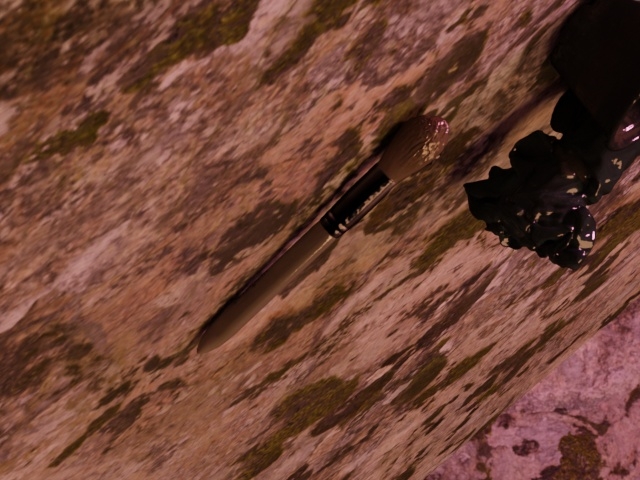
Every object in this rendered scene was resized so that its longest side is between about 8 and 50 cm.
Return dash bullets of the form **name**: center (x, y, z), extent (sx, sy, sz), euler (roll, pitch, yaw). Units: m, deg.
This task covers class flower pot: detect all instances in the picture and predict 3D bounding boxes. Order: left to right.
- **flower pot**: center (0.284, -0.171, 1.477), extent (0.157, 0.107, 0.157), euler (-39, 160, -17)

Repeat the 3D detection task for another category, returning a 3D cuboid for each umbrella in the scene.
- **umbrella**: center (0.298, -0.115, 1.590), extent (0.349, 0.143, 0.094), euler (-45, 157, -14)

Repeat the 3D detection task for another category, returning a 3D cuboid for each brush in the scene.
- **brush**: center (0.000, 0.000, 1.385), extent (0.299, 0.039, 0.042), euler (-45, 165, 14)
